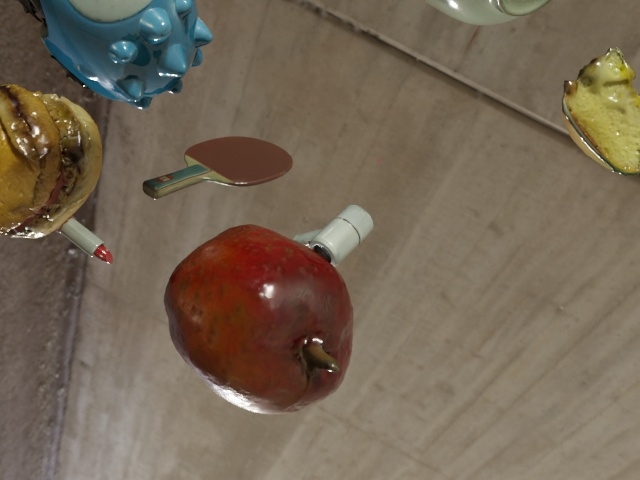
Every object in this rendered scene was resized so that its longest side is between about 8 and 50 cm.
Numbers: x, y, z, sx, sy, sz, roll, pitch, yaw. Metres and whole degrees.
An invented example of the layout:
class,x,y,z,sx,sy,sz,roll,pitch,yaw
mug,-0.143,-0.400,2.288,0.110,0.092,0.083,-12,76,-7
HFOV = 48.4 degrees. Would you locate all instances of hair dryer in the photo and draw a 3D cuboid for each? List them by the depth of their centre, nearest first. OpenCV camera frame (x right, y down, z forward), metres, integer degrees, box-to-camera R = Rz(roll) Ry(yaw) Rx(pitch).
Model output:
class,x,y,z,sx,sy,sz,roll,pitch,yaw
hair dryer,0.000,0.000,0.948,0.082,0.047,0.137,-42,-162,-33

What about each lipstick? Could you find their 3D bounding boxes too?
class,x,y,z,sx,sy,sz,roll,pitch,yaw
lipstick,-0.528,-0.012,1.569,0.057,0.186,0.063,-53,177,-3

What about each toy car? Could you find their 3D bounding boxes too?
class,x,y,z,sx,sy,sz,roll,pitch,yaw
toy car,-0.232,-0.270,0.851,0.188,0.190,0.255,-44,156,-17

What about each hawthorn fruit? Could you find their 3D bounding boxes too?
class,x,y,z,sx,sy,sz,roll,pitch,yaw
hawthorn fruit,-0.061,0.096,0.798,0.249,0.215,0.215,34,-83,52

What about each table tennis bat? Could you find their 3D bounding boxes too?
class,x,y,z,sx,sy,sz,roll,pitch,yaw
table tennis bat,-0.159,-0.115,1.110,0.274,0.154,0.021,-27,136,-45

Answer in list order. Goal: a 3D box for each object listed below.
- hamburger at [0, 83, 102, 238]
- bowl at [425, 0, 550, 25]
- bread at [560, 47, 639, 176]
class,x,y,z,sx,sy,sz,roll,pitch,yaw
hamburger,-0.471,-0.118,1.113,0.244,0.244,0.163,-62,160,11
bowl,0.362,-0.552,1.358,0.353,0.185,0.354,-20,145,-15
bread,0.600,-0.266,1.498,0.174,0.251,0.133,-43,-170,5
